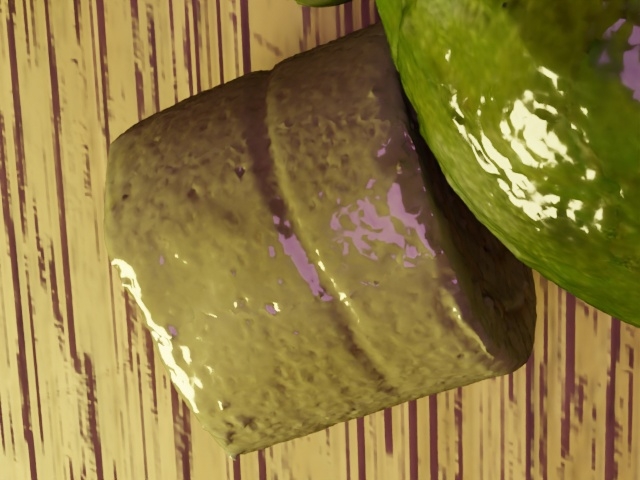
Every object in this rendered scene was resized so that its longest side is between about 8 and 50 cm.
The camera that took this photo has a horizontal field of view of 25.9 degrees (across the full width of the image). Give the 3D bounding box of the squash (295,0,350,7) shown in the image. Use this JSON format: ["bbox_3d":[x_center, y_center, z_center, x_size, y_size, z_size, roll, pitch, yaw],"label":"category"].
[{"bbox_3d":[0.060,-0.178,0.529,0.069,0.069,0.239,46,112,3],"label":"squash"}]

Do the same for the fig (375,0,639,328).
[{"bbox_3d":[0.093,-0.086,0.479,0.235,0.203,0.203,29,112,20],"label":"fig"}]

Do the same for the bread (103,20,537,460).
[{"bbox_3d":[0.000,0.000,0.564,0.141,0.134,0.148,-20,86,23],"label":"bread"}]
